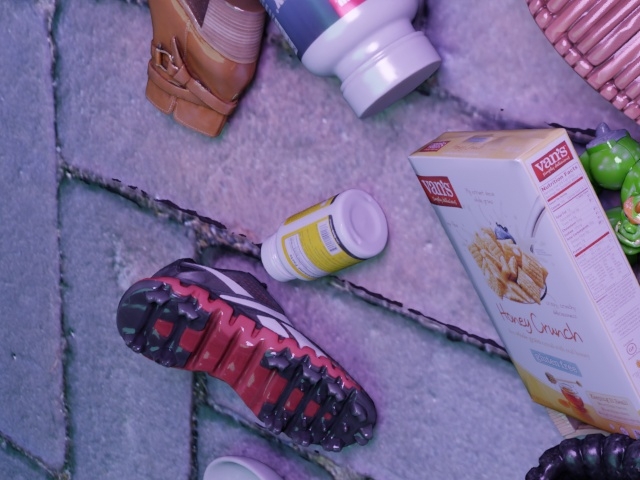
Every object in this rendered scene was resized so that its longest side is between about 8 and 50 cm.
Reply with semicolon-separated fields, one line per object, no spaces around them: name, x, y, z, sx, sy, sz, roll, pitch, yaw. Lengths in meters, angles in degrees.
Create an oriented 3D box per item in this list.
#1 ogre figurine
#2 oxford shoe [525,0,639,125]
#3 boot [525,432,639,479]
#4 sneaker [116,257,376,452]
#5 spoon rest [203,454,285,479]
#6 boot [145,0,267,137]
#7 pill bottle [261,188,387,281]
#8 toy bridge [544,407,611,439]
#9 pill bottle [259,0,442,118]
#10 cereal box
ogre figurine;0.239;-0.007;0.750;0.118;0.097;0.197;96;152;-44
oxford shoe;0.176;-0.214;0.677;0.140;0.146;0.397;-36;80;16
boot;0.315;0.266;0.700;0.348;0.131;0.260;12;151;35
sneaker;-0.060;0.103;1.030;0.276;0.135;0.097;30;116;-4
spoon rest;-0.023;0.320;1.103;0.276;0.084;0.137;21;121;29
boot;-0.143;-0.200;0.976;0.197;0.073;0.152;42;134;19
pill bottle;0.000;0.000;0.954;0.116;0.065;0.065;-23;95;42
toy bridge;0.267;0.129;0.829;0.188;0.026;0.063;-33;89;42
pill bottle;0.014;-0.193;0.829;0.108;0.108;0.180;-38;85;42
cereal box;0.166;0.031;0.767;0.240;0.047;0.173;60;165;-14
